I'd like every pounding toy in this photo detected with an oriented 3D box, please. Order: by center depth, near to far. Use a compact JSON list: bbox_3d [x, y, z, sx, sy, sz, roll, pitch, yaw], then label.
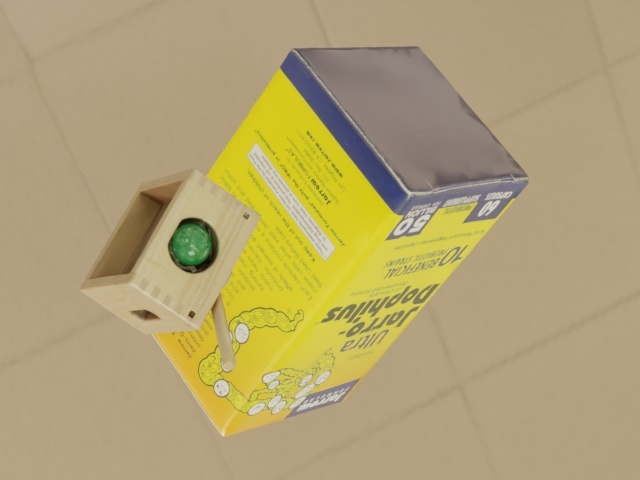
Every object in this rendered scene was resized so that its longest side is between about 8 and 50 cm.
[{"bbox_3d":[-0.110,0.026,1.205,0.100,0.141,0.130,36,69,-23],"label":"pounding toy"}]

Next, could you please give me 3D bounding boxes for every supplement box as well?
[{"bbox_3d":[0.000,0.000,1.483,0.194,0.195,0.356,-10,145,-48],"label":"supplement box"}]
